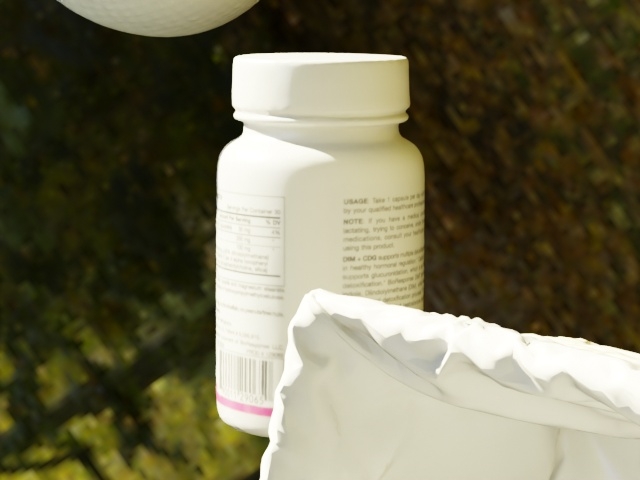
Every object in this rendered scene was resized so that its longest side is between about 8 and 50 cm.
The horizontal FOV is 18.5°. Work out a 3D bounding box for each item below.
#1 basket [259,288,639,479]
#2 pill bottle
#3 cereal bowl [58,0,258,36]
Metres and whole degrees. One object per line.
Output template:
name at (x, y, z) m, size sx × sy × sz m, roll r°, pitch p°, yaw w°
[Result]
basket at (0.154, 0.220, 1.106) m, size 0.331 × 0.328 × 0.266 m, roll 13°, pitch -177°, yaw 41°
pill bottle at (0.000, 0.000, 1.508) m, size 0.160 × 0.160 × 0.283 m, roll -143°, pitch 53°, yaw -77°
cereal bowl at (-0.152, -0.377, 1.917) m, size 0.339 × 0.339 × 0.141 m, roll 55°, pitch 150°, yaw -4°
